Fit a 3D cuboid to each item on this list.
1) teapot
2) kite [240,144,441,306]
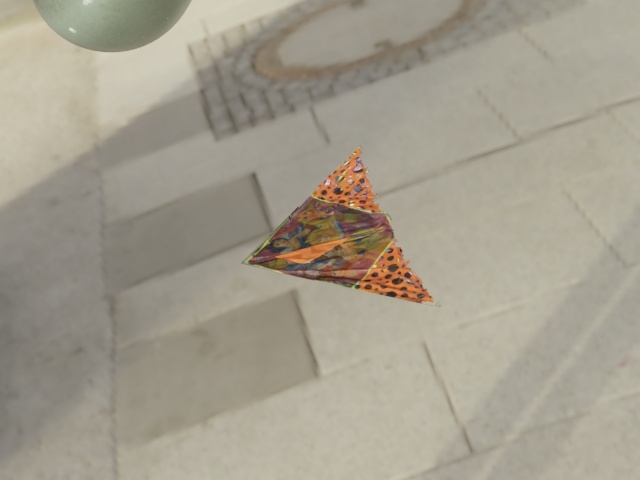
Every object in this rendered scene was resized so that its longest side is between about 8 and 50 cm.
[{"bbox_3d":[-0.159,-0.248,1.202,0.130,0.193,0.294,0,25,-30],"label":"teapot"},{"bbox_3d":[0.000,0.001,1.123,0.125,0.008,0.222,-14,37,-6],"label":"kite"}]
